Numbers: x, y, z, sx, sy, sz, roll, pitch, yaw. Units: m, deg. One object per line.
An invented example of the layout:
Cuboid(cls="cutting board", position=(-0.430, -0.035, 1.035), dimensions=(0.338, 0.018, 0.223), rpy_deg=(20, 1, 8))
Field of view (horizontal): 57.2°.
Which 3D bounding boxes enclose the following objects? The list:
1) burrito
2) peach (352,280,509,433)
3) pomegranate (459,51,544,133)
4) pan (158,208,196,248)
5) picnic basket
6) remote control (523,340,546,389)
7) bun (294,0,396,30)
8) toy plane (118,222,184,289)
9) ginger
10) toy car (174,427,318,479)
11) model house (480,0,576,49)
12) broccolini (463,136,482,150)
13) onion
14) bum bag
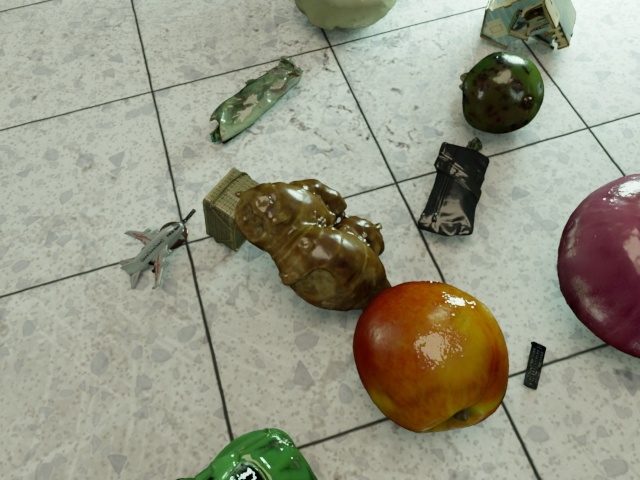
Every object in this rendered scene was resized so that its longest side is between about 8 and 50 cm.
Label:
Cuboid(cls="burrito", position=(-0.166, -0.356, 1.487), dimensions=(0.096, 0.066, 0.309), rpy_deg=(38, 70, 20))
Cuboid(cls="peach", position=(0.190, 0.194, 1.030), dimensions=(0.280, 0.238, 0.281), rpy_deg=(-19, 62, 40))
Cuboid(cls="pomegranate", position=(0.417, -0.356, 1.401), dimensions=(0.202, 0.202, 0.248), rpy_deg=(-25, 31, -12))
Cuboid(cls="pan", position=(-0.320, -0.034, 1.322), dimensions=(0.068, 0.023, 0.115), rpy_deg=(24, 63, 18))
Cuboid(cls="picnic basket", position=(-0.183, -0.063, 1.254), dimensions=(0.079, 0.164, 0.115), rpy_deg=(33, 65, 11))
Cuboid(cls="remote control", position=(0.407, 0.239, 1.120), dimensions=(0.034, 0.016, 0.091), rpy_deg=(25, 62, -1))
Cuboid(cls="bun", position=(0.078, -0.737, 1.629), dimensions=(0.359, 0.211, 0.360), rpy_deg=(-1, 70, 1))
Cuboid(cls="toy plane", position=(-0.357, 0.022, 1.259), dimensions=(0.171, 0.065, 0.162), rpy_deg=(-36, 63, 1))
Cuboid(cls="ginger", position=(0.005, 0.009, 1.179), dimensions=(0.357, 0.152, 0.274), rpy_deg=(45, 28, 11))
Cuboid(cls="toy car", position=(-0.169, 0.455, 0.928), dimensions=(0.358, 0.176, 0.213), rpy_deg=(-31, 63, -15))
Cuboid(cls="model house", position=(0.519, -0.601, 1.536), dimensions=(0.206, 0.271, 0.178), rpy_deg=(-3, 55, 44))
Cuboid(cls="broccolini", position=(0.334, -0.190, 1.386), dimensions=(0.035, 0.030, 0.140), rpy_deg=(47, 73, -12))
Cuboid(cls="onion", position=(0.627, 0.049, 1.065), dimensions=(0.358, 0.345, 0.359), rpy_deg=(0, 94, -2))
Cuboid(cls="bum bag", position=(0.299, -0.111, 1.308), dimensions=(0.123, 0.060, 0.249), rpy_deg=(18, 67, 8))
